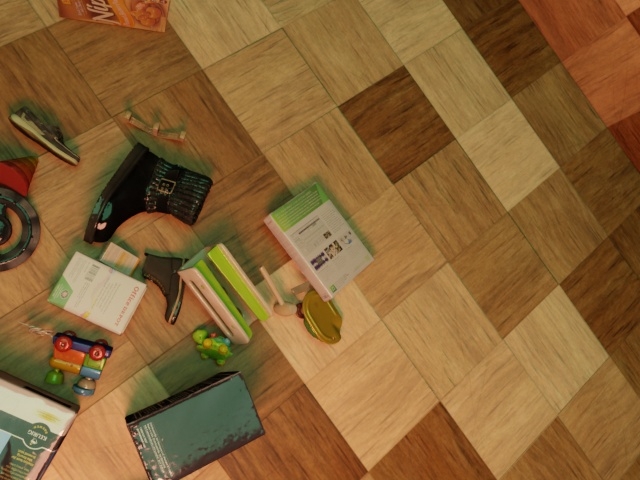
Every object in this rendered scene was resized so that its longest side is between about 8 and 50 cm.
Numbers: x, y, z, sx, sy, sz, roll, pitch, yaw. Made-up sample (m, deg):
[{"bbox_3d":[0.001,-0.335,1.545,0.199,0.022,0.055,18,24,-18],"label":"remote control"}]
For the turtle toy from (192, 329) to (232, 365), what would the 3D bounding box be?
[{"bbox_3d":[-0.311,0.301,1.680,0.130,0.095,0.066,23,48,1],"label":"turtle toy"}]

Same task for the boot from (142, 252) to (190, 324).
[{"bbox_3d":[-0.459,0.136,1.675,0.137,0.077,0.198,13,61,-12],"label":"boot"}]

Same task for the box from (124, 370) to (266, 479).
[{"bbox_3d":[-0.332,0.481,1.514,0.294,0.296,0.183,-23,86,-22],"label":"box"}]

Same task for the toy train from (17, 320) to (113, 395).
[{"bbox_3d":[-0.693,0.313,1.539,0.248,0.105,0.143,19,86,-15],"label":"toy train"}]

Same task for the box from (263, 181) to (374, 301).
[{"bbox_3d":[0.000,0.000,1.841,0.232,0.058,0.322,-38,93,-38],"label":"box"}]

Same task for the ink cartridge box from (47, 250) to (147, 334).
[{"bbox_3d":[-0.607,0.149,1.602,0.212,0.093,0.154,27,71,-10],"label":"ink cartridge box"}]

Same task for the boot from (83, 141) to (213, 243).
[{"bbox_3d":[-0.488,-0.094,1.677,0.260,0.131,0.348,31,69,-11],"label":"boot"}]

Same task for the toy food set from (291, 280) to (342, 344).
[{"bbox_3d":[-0.019,0.229,1.811,0.128,0.071,0.218,-32,92,-47],"label":"toy food set"}]

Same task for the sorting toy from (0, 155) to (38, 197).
[{"bbox_3d":[-0.926,-0.267,1.594,0.365,0.127,0.126,36,42,-8],"label":"sorting toy"}]

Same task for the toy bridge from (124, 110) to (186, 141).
[{"bbox_3d":[-0.497,-0.337,1.764,0.188,0.063,0.026,19,73,-13],"label":"toy bridge"}]

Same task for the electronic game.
[{"bbox_3d":[-0.874,-0.029,1.556,0.229,0.048,0.229,-1,93,-25],"label":"electronic game"}]

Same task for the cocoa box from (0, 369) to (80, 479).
[{"bbox_3d":[-0.795,0.439,1.395,0.347,0.231,0.228,29,71,-11],"label":"cocoa box"}]

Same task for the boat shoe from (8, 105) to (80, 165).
[{"bbox_3d":[-0.771,-0.299,1.651,0.223,0.080,0.073,35,74,-4],"label":"boat shoe"}]

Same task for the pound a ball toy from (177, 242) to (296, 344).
[{"bbox_3d":[-0.243,0.152,1.706,0.208,0.135,0.319,-47,111,-37],"label":"pound a ball toy"}]

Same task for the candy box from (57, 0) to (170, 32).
[{"bbox_3d":[-0.618,-0.730,1.745,0.316,0.183,0.088,2,77,-19],"label":"candy box"}]

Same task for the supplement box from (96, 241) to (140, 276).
[{"bbox_3d":[-0.572,0.055,1.649,0.098,0.036,0.062,38,67,-32],"label":"supplement box"}]
